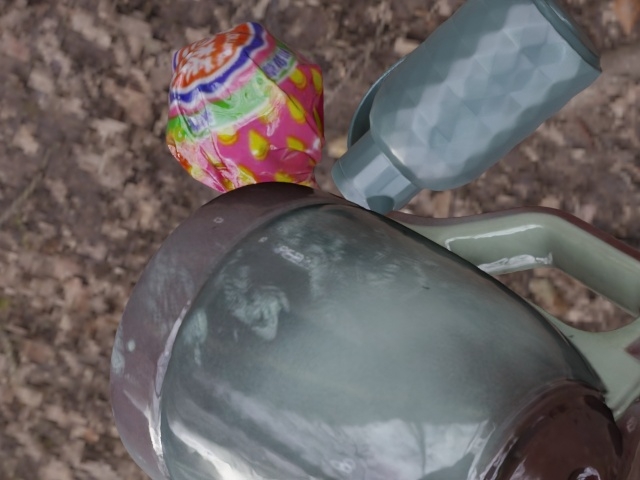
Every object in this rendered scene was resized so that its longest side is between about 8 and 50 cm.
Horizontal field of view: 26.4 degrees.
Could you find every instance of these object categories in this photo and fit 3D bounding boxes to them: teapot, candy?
[{"bbox_3d":[0.078,0.090,0.866,0.312,0.315,0.233,24,146,42],"label":"teapot"},{"bbox_3d":[0.000,0.000,1.049,0.124,0.124,0.365,-13,122,28],"label":"candy"}]

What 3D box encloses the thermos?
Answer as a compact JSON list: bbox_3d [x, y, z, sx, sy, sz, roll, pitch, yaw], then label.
[{"bbox_3d":[0.130,-0.145,1.387,0.286,0.182,0.145,-40,131,19],"label":"thermos"}]
